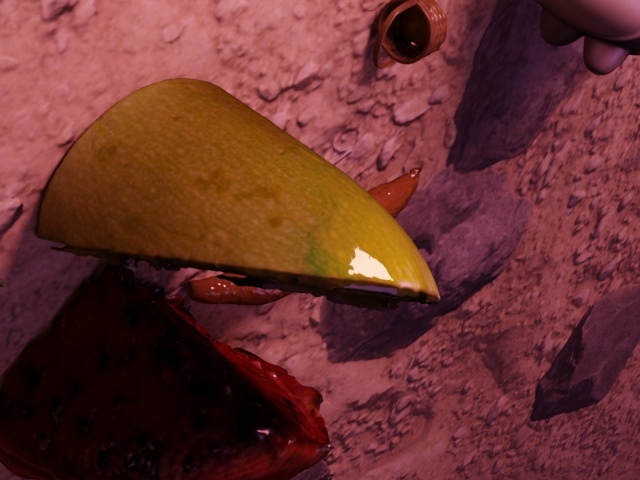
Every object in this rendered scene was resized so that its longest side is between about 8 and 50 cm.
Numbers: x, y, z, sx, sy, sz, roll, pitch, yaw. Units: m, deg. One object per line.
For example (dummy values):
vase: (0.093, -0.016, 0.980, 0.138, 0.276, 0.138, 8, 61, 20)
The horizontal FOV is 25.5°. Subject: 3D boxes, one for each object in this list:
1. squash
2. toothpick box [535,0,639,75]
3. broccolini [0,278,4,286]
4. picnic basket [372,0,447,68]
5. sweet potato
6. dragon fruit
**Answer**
squash: (-0.050, 0.015, 1.220, 0.210, 0.309, 0.234, -55, 149, 12)
toothpick box: (0.329, -0.319, 1.397, 0.316, 0.229, 0.229, -55, 148, 11)
broccolini: (-0.361, 0.059, 1.134, 0.254, 0.058, 0.071, -10, 90, -50)
picnic basket: (0.077, -0.202, 1.368, 0.083, 0.072, 0.072, -32, 148, -47)
sweet potato: (0.000, 0.000, 1.502, 0.314, 0.072, 0.066, -31, 107, -25)
dragon fruit: (-0.125, 0.210, 1.413, 0.228, 0.286, 0.329, -52, 158, 0)
